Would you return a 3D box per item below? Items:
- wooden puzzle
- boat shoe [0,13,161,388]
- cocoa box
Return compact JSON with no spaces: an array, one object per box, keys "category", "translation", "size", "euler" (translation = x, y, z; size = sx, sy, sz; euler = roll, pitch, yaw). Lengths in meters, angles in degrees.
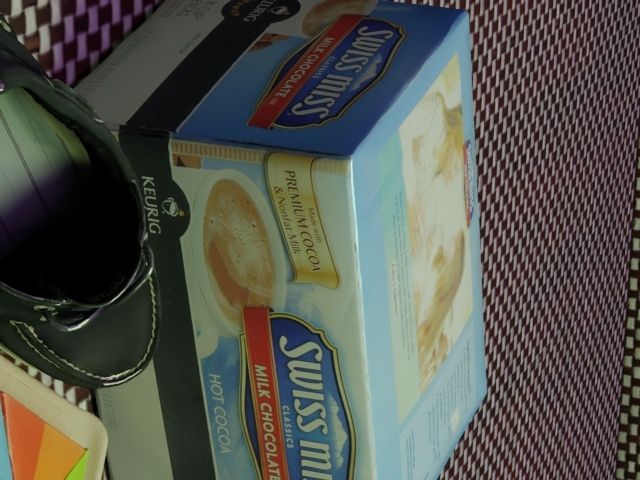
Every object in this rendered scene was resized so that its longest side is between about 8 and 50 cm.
[{"category":"wooden puzzle","translation":[-0.206,0.190,1.241],"size":[0.238,0.044,0.221],"euler":[45,51,-62]},{"category":"boat shoe","translation":[-0.158,-0.006,1.167],"size":[0.127,0.113,0.340],"euler":[-36,137,-20]},{"category":"cocoa box","translation":[-0.023,0.020,1.401],"size":[0.231,0.228,0.347],"euler":[-52,144,-50]}]
